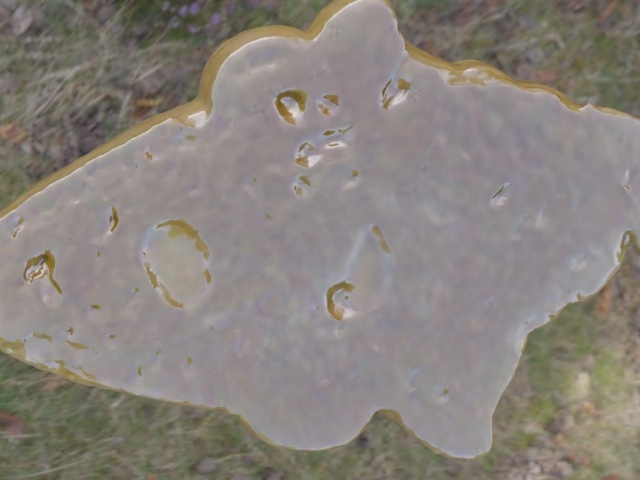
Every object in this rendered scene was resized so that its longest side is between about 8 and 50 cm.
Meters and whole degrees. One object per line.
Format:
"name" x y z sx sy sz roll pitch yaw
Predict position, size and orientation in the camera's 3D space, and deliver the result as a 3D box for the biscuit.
"biscuit" 0.000 0.000 0.475 0.250 0.035 0.162 -7 98 -9
